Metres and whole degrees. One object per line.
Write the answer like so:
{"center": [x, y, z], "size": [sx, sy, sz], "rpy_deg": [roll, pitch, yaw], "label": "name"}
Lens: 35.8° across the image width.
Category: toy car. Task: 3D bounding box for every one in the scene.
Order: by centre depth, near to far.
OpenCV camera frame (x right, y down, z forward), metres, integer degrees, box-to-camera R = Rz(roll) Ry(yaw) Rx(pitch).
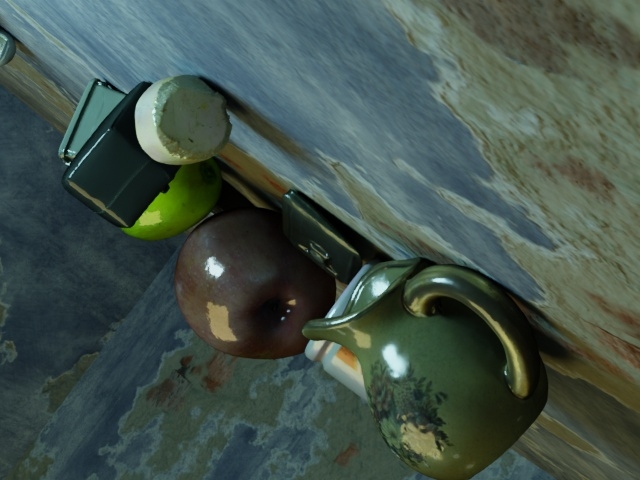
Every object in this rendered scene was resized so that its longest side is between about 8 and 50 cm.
{"center": [-0.712, -0.422, 2.129], "size": [0.112, 0.112, 0.139], "rpy_deg": [21, -174, -13], "label": "toy car"}

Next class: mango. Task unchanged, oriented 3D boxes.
{"center": [-0.310, -0.079, 1.877], "size": [0.156, 0.192, 0.343], "rpy_deg": [61, 150, -6], "label": "mango"}

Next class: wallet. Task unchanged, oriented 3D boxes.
{"center": [0.000, 0.000, 1.632], "size": [0.168, 0.052, 0.245], "rpy_deg": [43, 171, 8], "label": "wallet"}

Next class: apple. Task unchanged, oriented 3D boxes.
{"center": [-0.120, 0.087, 1.833], "size": [0.305, 0.306, 0.235], "rpy_deg": [40, -173, -30], "label": "apple"}

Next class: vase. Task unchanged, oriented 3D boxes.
{"center": [0.164, 0.142, 1.319], "size": [0.302, 0.241, 0.329], "rpy_deg": [48, 146, 7], "label": "vase"}

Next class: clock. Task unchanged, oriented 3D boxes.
{"center": [-0.250, -0.110, 2.108], "size": [0.280, 0.055, 0.280], "rpy_deg": [35, 173, 5], "label": "clock"}

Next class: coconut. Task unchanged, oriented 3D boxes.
{"center": [-0.179, -0.154, 1.276], "size": [0.116, 0.116, 0.122], "rpy_deg": [39, 167, -25], "label": "coconut"}

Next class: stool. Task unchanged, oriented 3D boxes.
{"center": [-0.299, -0.132, 1.572], "size": [0.141, 0.232, 0.232], "rpy_deg": [40, 172, -15], "label": "stool"}

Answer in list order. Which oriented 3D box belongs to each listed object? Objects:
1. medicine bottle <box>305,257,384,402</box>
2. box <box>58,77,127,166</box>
{"center": [0.155, 0.193, 1.582], "size": [0.316, 0.202, 0.202], "rpy_deg": [35, 173, 5], "label": "medicine bottle"}
{"center": [-0.397, -0.199, 1.830], "size": [0.092, 0.172, 0.124], "rpy_deg": [18, 170, 12], "label": "box"}
